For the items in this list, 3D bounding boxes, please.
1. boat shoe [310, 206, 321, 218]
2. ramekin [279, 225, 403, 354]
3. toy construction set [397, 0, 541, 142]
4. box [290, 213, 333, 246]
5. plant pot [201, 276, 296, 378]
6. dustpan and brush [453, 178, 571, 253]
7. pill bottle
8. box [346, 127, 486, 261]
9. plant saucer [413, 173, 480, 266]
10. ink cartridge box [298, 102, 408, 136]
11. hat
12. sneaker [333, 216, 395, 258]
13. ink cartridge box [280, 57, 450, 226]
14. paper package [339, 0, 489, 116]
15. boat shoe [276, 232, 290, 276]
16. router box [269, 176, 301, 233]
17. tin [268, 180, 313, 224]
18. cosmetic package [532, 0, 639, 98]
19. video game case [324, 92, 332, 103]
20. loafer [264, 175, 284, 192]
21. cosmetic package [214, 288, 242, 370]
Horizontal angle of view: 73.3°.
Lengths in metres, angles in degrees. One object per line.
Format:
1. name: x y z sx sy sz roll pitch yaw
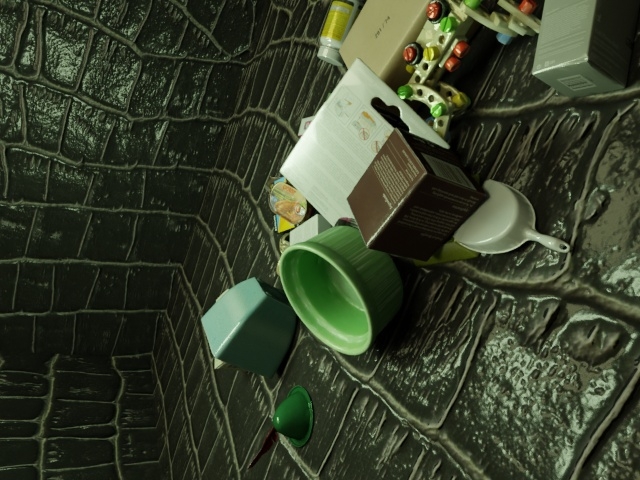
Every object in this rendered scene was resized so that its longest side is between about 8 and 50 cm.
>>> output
1. boat shoe: 0.057 -0.137 1.305 0.302 0.115 0.091 -54 31 35
2. ramekin: 0.054 0.111 1.050 0.304 0.148 0.303 32 140 32
3. toy construction set: 0.296 -0.388 0.928 0.215 0.151 0.327 56 130 18
4. box: 0.000 0.000 1.330 0.170 0.130 0.090 -31 54 53
5. plant pot: -0.226 0.283 1.513 0.252 0.247 0.248 -54 33 4
6. dustpan and brush: 0.364 -0.024 0.805 0.147 0.060 0.211 -62 25 6
7. pill bottle: 0.070 -0.736 1.515 0.119 0.119 0.208 42 114 57
8. box: 0.191 -0.092 0.907 0.203 0.169 0.167 -55 36 33
9. plant saucer: 0.269 -0.045 0.974 0.188 0.045 0.188 -18 64 56
10. ink cartridge box: 0.094 -0.320 1.250 0.371 0.176 0.069 11 88 60
11. hat: -0.139 0.537 1.298 0.208 0.184 0.172 40 113 58
12. sneaker: 0.107 0.013 1.118 0.072 0.178 0.077 -54 -5 -45
13. ink cartridge box: 0.104 -0.213 1.109 0.308 0.091 0.385 47 127 7
14. paper package: 0.220 -0.544 1.136 0.324 0.168 0.309 -53 37 36
15. boat shoe: -0.099 0.011 1.526 0.302 0.098 0.109 -58 34 29
16. router box: -0.108 -0.120 1.433 0.133 0.046 0.178 -17 76 46
17. tin: -0.095 -0.120 1.359 0.190 0.040 0.106 34 115 40
18. cosmetic package: 0.449 -0.378 0.718 0.107 0.127 0.237 12 91 61
19. video game case: 0.031 -0.407 1.546 0.212 0.023 0.193 -65 32 20
20. loafer: -0.070 -0.205 1.552 0.366 0.134 0.130 16 89 50
21. cosmetic package: -0.335 0.363 1.742 0.129 0.153 0.295 -42 46 43
